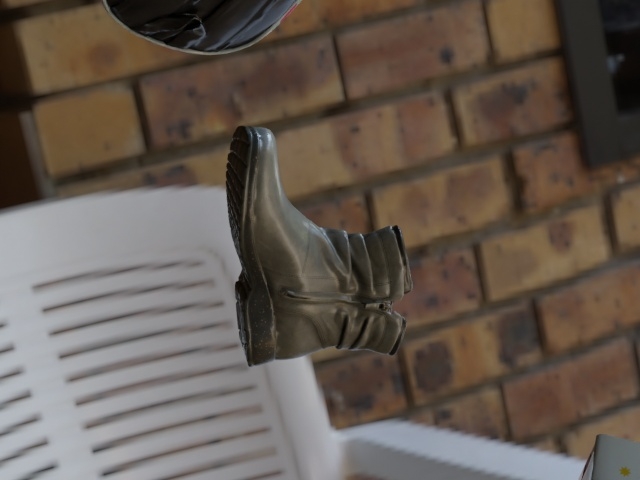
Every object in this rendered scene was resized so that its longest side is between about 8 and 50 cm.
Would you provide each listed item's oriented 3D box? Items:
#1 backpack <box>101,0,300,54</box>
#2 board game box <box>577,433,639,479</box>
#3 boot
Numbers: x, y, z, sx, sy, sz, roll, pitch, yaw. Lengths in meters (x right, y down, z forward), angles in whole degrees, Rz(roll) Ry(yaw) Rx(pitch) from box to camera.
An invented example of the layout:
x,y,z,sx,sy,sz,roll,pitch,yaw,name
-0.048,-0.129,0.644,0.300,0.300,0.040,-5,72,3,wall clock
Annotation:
x,y,z,sx,sy,sz,roll,pitch,yaw,name
-0.096,-0.300,1.462,0.225,0.191,0.253,16,-54,-42,backpack
0.148,0.286,0.874,0.097,0.303,0.224,14,47,0,board game box
0.000,0.000,1.458,0.161,0.247,0.083,-8,27,-9,boot
